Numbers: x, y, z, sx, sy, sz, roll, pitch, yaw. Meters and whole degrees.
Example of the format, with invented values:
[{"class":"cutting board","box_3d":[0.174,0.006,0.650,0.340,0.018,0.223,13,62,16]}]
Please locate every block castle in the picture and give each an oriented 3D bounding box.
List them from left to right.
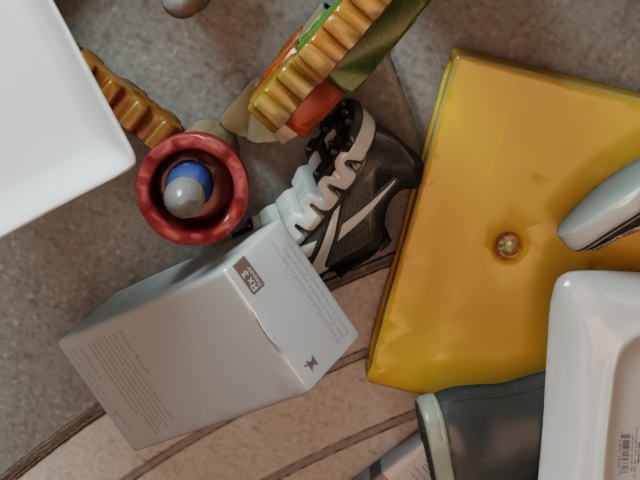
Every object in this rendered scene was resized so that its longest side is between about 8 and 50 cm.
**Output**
[{"class":"block castle","box_3d":[-0.058,-0.244,1.342,0.303,0.213,0.453,38,101,-8]}]

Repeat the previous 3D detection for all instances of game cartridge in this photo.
[{"class":"game cartridge","box_3d":[0.225,0.017,1.491,0.323,0.053,0.285,14,104,-5]}]

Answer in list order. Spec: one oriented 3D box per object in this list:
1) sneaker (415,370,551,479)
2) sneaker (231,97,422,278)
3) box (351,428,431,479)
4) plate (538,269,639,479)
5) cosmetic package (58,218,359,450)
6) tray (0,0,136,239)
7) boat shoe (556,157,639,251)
[{"class":"sneaker","box_3d":[0.155,0.216,1.480,0.118,0.083,0.222,-13,113,-2]},{"class":"sneaker","box_3d":[0.000,0.000,1.469,0.106,0.078,0.234,26,115,-25]},{"class":"box","box_3d":[0.060,0.272,1.560,0.186,0.038,0.145,-38,100,11]},{"class":"plate","box_3d":[0.310,0.163,1.448,0.278,0.045,0.277,1,101,-14]},{"class":"cosmetic package","box_3d":[-0.091,0.078,1.427,0.231,0.085,0.117,-22,106,44]},{"class":"tray","box_3d":[-0.246,-0.143,1.290,0.145,0.030,0.270,-26,94,18]},{"class":"boat shoe","box_3d":[0.289,-0.042,1.410,0.219,0.078,0.070,-31,102,4]}]
